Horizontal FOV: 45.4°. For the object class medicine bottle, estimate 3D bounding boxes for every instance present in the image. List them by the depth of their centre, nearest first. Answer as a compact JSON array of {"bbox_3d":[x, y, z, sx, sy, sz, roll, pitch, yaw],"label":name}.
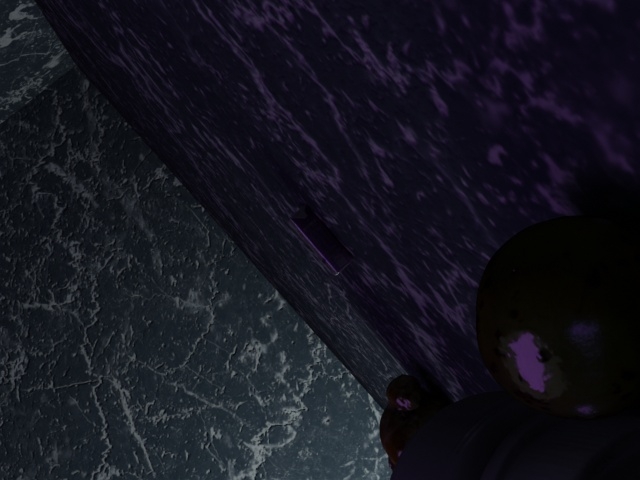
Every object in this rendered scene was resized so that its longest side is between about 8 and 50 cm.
[{"bbox_3d":[0.199,0.241,0.611,0.245,0.245,0.306,48,164,2],"label":"medicine bottle"}]

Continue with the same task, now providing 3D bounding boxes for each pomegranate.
[{"bbox_3d":[0.150,0.048,0.435,0.130,0.130,0.130,47,171,10],"label":"pomegranate"}]

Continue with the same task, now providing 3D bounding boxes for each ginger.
[{"bbox_3d":[0.213,0.414,1.506,0.256,0.176,0.375,-107,-3,-53],"label":"ginger"}]

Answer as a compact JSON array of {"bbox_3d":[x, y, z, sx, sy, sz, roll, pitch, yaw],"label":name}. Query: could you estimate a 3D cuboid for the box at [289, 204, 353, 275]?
[{"bbox_3d":[0.000,0.000,1.213,0.117,0.036,0.050,50,171,2],"label":"box"}]
